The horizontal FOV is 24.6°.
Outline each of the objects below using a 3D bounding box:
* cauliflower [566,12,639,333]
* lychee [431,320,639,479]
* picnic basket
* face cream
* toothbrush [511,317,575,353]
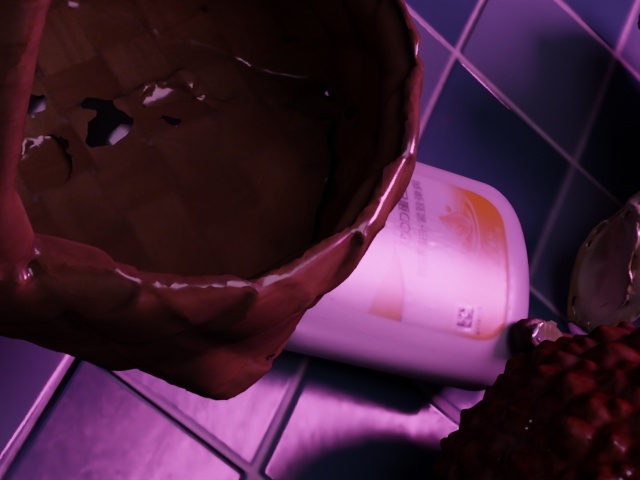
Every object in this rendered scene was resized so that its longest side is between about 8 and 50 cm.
[{"bbox_3d":[0.326,-0.057,1.030,0.327,0.260,0.281,36,37,31],"label":"cauliflower"},{"bbox_3d":[0.184,0.175,0.836,0.264,0.264,0.300,29,11,-25],"label":"lychee"},{"bbox_3d":[-0.107,-0.115,0.642,0.337,0.337,0.293,32,53,-23],"label":"picnic basket"},{"bbox_3d":[0.000,0.000,0.881,0.291,0.071,0.143,17,64,-31],"label":"face cream"},{"bbox_3d":[0.251,0.092,1.021,0.364,0.041,0.040,17,61,-41],"label":"toothbrush"}]
